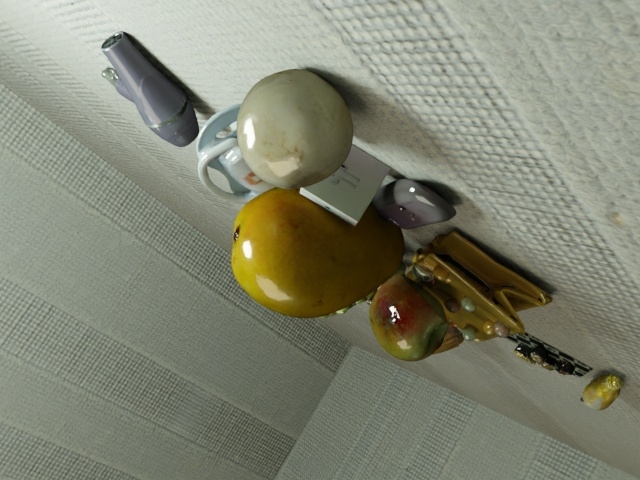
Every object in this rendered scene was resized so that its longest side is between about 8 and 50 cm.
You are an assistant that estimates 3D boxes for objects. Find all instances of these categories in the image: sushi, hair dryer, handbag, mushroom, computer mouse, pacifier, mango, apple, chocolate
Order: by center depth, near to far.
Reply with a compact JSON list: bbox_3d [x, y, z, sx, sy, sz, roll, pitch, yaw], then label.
[{"bbox_3d":[-0.032,-0.199,1.171,0.206,0.209,0.206,28,139,27],"label":"mushroom"},{"bbox_3d":[0.184,-0.073,1.356,0.120,0.057,0.232,34,165,-12],"label":"computer mouse"},{"bbox_3d":[0.009,0.010,1.457,0.445,0.232,0.300,-9,-124,-41],"label":"mango"},{"bbox_3d":[-0.164,-0.211,1.481,0.279,0.227,0.207,46,-159,-49],"label":"pacifier"},{"bbox_3d":[0.337,0.116,1.595,0.283,0.133,0.401,39,171,4],"label":"handbag"},{"bbox_3d":[0.205,0.189,1.640,0.188,0.174,0.207,37,153,30],"label":"apple"},{"bbox_3d":[-0.467,-0.384,1.663,0.361,0.121,0.301,27,160,45],"label":"hair dryer"},{"bbox_3d":[0.750,0.391,1.785,0.085,0.086,0.219,28,164,18],"label":"chocolate"},{"bbox_3d":[0.612,0.326,1.923,0.279,0.043,0.192,29,168,15],"label":"sushi"}]

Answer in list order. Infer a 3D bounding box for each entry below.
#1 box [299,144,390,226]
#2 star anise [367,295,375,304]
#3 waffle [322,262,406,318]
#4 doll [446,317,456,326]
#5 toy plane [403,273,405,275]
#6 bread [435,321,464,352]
[{"bbox_3d":[0.048,-0.117,1.335,0.129,0.130,0.051,32,167,1],"label":"box"},{"bbox_3d":[0.156,0.180,2.461,0.124,0.056,0.129,61,165,-13],"label":"star anise"},{"bbox_3d":[0.069,0.112,1.846,0.073,0.297,0.317,65,166,-16],"label":"waffle"},{"bbox_3d":[0.291,0.165,1.861,0.290,0.130,0.161,15,-170,8],"label":"doll"},{"bbox_3d":[0.212,0.107,2.041,0.078,0.053,0.197,34,170,34],"label":"toy plane"},{"bbox_3d":[0.323,0.263,2.155,0.274,0.149,0.274,37,169,9],"label":"bread"}]
